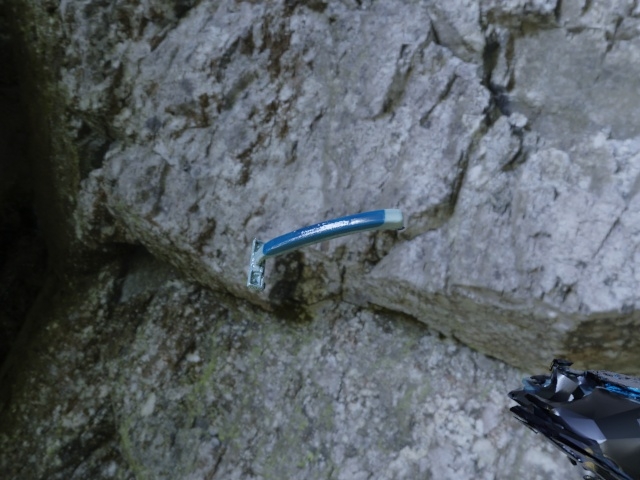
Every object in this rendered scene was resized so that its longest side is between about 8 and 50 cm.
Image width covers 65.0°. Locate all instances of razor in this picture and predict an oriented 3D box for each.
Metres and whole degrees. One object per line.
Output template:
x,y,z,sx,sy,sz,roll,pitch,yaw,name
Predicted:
-0.002,-0.002,0.549,0.037,0.191,0.068,46,-145,-43,razor

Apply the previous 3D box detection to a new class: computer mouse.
0.226,0.128,0.273,0.146,0.242,0.077,22,-99,-76,computer mouse
